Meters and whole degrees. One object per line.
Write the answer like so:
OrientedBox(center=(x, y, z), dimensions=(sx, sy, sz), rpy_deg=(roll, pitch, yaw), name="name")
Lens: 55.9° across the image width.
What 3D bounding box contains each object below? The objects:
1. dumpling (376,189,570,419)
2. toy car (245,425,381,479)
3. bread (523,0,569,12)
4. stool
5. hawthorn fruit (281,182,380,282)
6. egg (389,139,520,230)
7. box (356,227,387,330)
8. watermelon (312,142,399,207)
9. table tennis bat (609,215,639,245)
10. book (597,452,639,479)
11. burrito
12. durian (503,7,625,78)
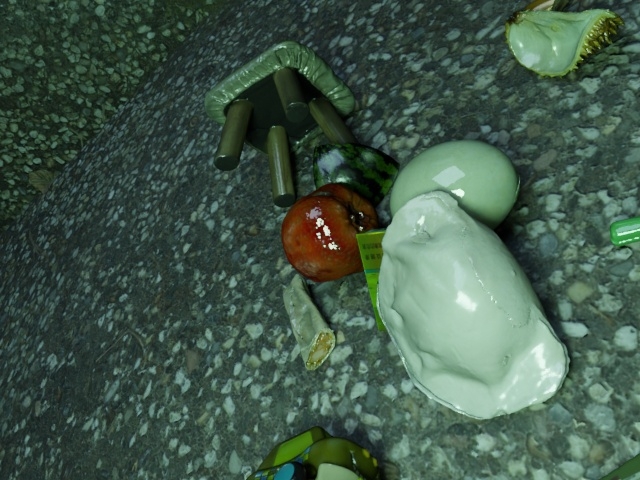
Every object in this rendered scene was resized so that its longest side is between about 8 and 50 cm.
OrientedBox(center=(0.209, 0.109, 0.972), dimensions=(0.260, 0.341, 0.181), rpy_deg=(-40, 4, 26), name="dumpling")
OrientedBox(center=(-0.014, 0.404, 1.004), dimensions=(0.248, 0.204, 0.198), rpy_deg=(-33, 21, 25), name="toy car")
OrientedBox(center=(0.481, -0.490, 1.268), dimensions=(0.103, 0.049, 0.062), rpy_deg=(-21, 49, 34), name="bread")
OrientedBox(center=(-0.081, -0.269, 1.458), dimensions=(0.310, 0.310, 0.226), rpy_deg=(-29, 54, 26), name="stool")
OrientedBox(center=(0.000, 0.000, 1.261), dimensions=(0.243, 0.207, 0.207), rpy_deg=(-36, 40, 41), name="hawthorn fruit")
OrientedBox(center=(0.236, -0.084, 1.095), dimensions=(0.253, 0.186, 0.186), rpy_deg=(-15, 53, 41), name="egg")
OrientedBox(center=(0.140, 0.072, 1.100), dimensions=(0.121, 0.030, 0.193), rpy_deg=(-5, 104, 41), name="box")
OrientedBox(center=(0.084, -0.139, 1.345), dimensions=(0.145, 0.193, 0.137), rpy_deg=(-12, 10, 36), name="watermelon")
OrientedBox(center=(0.558, -0.036, 0.877), dimensions=(0.257, 0.039, 0.160), rpy_deg=(-15, 54, 34), name="table tennis bat")
OrientedBox(center=(0.436, 0.354, 0.666), dimensions=(0.201, 0.026, 0.289), rpy_deg=(-40, 28, 13), name="book")
OrientedBox(center=(-0.031, 0.159, 1.269), dimensions=(0.087, 0.060, 0.226), rpy_deg=(-45, 41, 17), name="burrito")
OrientedBox(center=(0.466, -0.401, 1.151), dimensions=(0.144, 0.139, 0.252), rpy_deg=(-47, 40, -1), name="durian")
